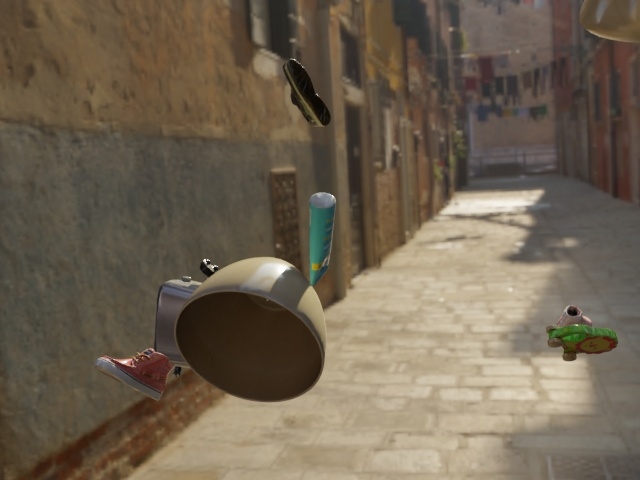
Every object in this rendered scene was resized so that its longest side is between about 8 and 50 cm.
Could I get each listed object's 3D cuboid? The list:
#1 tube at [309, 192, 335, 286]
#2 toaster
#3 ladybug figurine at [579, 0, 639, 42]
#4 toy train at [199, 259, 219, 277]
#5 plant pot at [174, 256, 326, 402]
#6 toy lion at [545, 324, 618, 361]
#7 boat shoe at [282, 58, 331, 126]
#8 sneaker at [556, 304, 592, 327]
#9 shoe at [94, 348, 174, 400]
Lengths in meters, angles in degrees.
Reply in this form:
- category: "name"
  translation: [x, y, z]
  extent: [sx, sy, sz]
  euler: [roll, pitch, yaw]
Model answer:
- category: "tube"
  translation: [0.000, 0.000, 1.732]
  extent: [0.052, 0.207, 0.080]
  euler: [23, 44, 23]
- category: "toaster"
  translation: [-0.271, 0.193, 1.835]
  extent: [0.146, 0.227, 0.129]
  euler: [3, -3, 40]
- category: "ladybug figurine"
  translation: [0.768, -0.537, 1.850]
  extent: [0.449, 0.162, 0.305]
  euler: [-16, 29, -30]
- category: "toy train"
  translation: [-0.201, 0.099, 1.863]
  extent: [0.158, 0.027, 0.036]
  euler: [39, 22, -7]
- category: "plant pot"
  translation: [-0.111, 0.142, 1.612]
  extent: [0.284, 0.284, 0.191]
  euler: [-2, 36, 17]
- category: "toy lion"
  translation: [0.425, 0.160, 1.364]
  extent: [0.096, 0.034, 0.100]
  euler: [-20, -38, 31]
- category: "boat shoe"
  translation: [-0.037, -0.288, 1.686]
  extent: [0.049, 0.152, 0.056]
  euler: [-13, 28, 40]
- category: "sneaker"
  translation: [0.652, 0.197, 2.144]
  extent: [0.134, 0.070, 0.051]
  euler: [-5, 34, -39]
- category: "shoe"
  translation: [-0.348, 0.235, 1.601]
  extent: [0.063, 0.081, 0.178]
  euler: [13, -20, 36]
